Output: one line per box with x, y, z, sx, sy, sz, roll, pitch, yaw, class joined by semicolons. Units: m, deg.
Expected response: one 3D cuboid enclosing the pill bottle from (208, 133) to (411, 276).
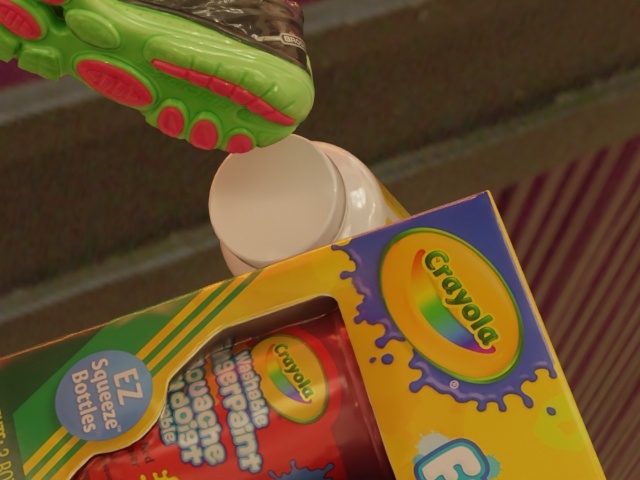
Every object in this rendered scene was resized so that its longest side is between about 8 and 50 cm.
0.000;0.000;1.914;0.187;0.334;0.188;-5;72;17;pill bottle

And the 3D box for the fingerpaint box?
0.010;0.237;1.067;0.371;0.163;0.445;-18;60;1;fingerpaint box

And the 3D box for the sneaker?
-0.215;-0.262;1.673;0.482;0.185;0.202;32;45;-25;sneaker
